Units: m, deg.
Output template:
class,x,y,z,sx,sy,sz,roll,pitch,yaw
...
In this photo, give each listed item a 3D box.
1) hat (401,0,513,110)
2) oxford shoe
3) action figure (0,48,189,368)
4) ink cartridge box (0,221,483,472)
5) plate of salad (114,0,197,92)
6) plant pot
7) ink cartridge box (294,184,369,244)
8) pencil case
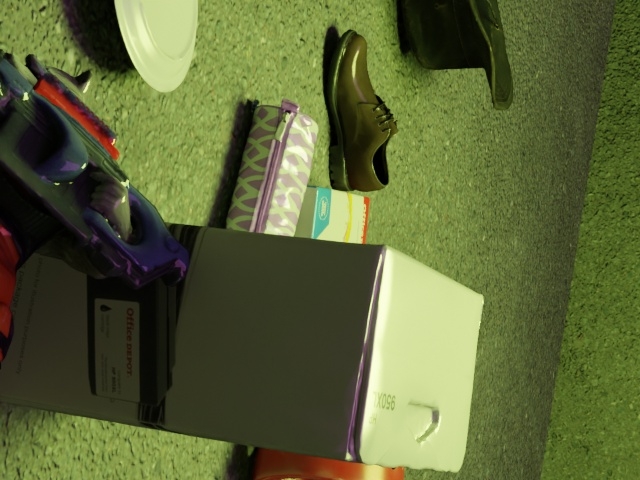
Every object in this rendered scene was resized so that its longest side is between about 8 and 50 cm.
class,x,y,z,sx,sy,sz,roll,pitch,yaw
hat,0.196,-0.349,1.996,0.331,0.134,0.331,-11,90,-76
oxford shoe,0.064,-0.176,1.785,0.083,0.096,0.227,-41,131,-55
action figure,-0.276,-0.037,0.897,0.341,0.178,0.330,52,44,-16
ink cartridge box,-0.089,0.083,1.116,0.285,0.395,0.166,24,74,-66
plate of salad,-0.169,-0.245,1.290,0.200,0.048,0.199,-2,90,-74
plant pot,0.016,0.251,1.675,0.191,0.191,0.174,55,37,-57
ink cartridge box,0.000,0.000,1.700,0.231,0.078,0.134,5,91,-67
pencil case,-0.058,-0.062,1.536,0.088,0.086,0.206,136,-32,-71
